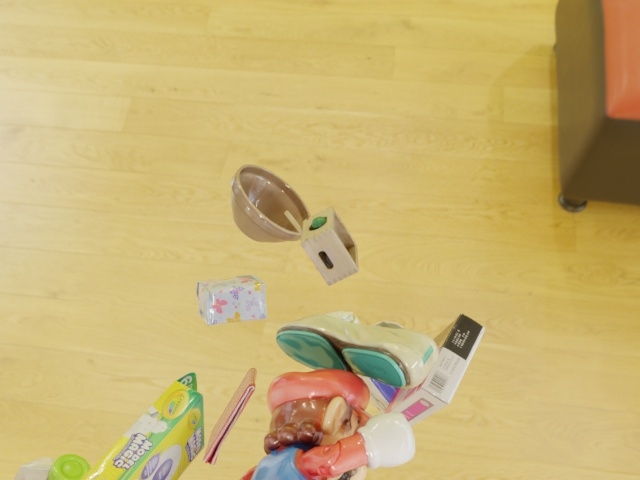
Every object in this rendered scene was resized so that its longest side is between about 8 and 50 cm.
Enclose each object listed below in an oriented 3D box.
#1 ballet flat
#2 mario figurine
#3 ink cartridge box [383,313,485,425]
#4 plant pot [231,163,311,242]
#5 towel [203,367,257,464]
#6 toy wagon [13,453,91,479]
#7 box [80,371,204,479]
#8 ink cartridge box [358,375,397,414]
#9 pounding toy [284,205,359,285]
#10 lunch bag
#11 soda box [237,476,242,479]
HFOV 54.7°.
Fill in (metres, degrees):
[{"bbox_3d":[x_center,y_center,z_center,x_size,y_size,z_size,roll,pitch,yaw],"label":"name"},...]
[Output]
[{"bbox_3d":[0.044,0.130,0.782,0.248,0.086,0.086,5,57,49],"label":"ballet flat"},{"bbox_3d":[-0.008,0.276,0.653,0.198,0.170,0.320,6,36,22],"label":"mario figurine"},{"bbox_3d":[0.218,0.294,1.293,0.069,0.371,0.175,31,62,8],"label":"ink cartridge box"},{"bbox_3d":[-0.144,-0.072,1.571,0.110,0.237,0.237,-46,64,26],"label":"plant pot"},{"bbox_3d":[-0.203,0.402,1.450,0.031,0.275,0.198,31,84,-3],"label":"towel"},{"bbox_3d":[-0.348,0.487,0.901,0.344,0.068,0.267,42,114,19],"label":"toy wagon"},{"bbox_3d":[-0.179,0.233,0.662,0.043,0.105,0.179,22,41,17],"label":"box"},{"bbox_3d":[0.152,0.384,1.658,0.045,0.224,0.223,-39,93,-19],"label":"ink cartridge box"},{"bbox_3d":[0.000,0.000,1.261,0.100,0.141,0.130,-27,23,14],"label":"pounding toy"},{"bbox_3d":[-0.104,0.067,0.717,0.071,0.083,0.053,-5,101,-20],"label":"lunch bag"},{"bbox_3d":[-0.055,0.350,0.856,0.210,0.071,0.067,-22,27,-35],"label":"soda box"}]
